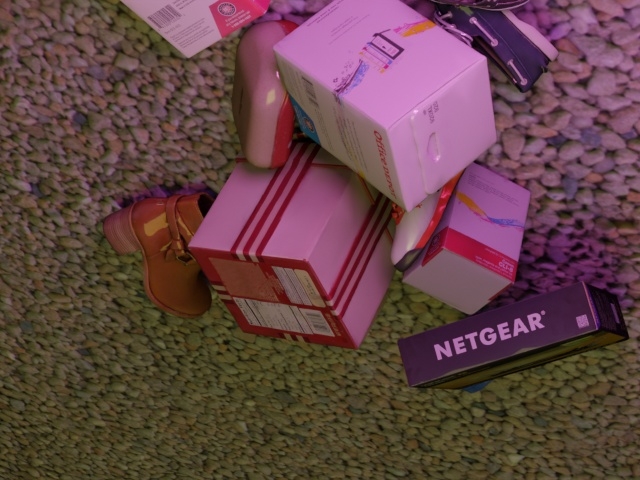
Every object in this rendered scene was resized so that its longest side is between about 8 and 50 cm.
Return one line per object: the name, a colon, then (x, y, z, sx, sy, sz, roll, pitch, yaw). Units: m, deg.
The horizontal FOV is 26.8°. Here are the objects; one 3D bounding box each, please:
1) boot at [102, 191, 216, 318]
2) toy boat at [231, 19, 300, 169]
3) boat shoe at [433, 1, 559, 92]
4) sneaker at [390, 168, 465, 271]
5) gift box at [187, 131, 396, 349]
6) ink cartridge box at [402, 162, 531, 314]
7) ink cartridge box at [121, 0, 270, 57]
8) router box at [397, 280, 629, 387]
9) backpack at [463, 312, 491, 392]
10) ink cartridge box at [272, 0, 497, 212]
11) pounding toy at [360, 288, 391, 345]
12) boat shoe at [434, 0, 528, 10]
boot: (-0.218, 0.023, 2.351, 0.220, 0.109, 0.283, -13, 127, 32)
toy boat: (-0.040, -0.213, 1.925, 0.151, 0.151, 0.231, -8, 148, -14)
boat shoe: (0.193, -0.283, 1.723, 0.254, 0.079, 0.095, 33, -174, -27)
sneaker: (0.124, -0.099, 1.930, 0.145, 0.090, 0.270, 26, 106, -2)
gift box: (0.000, 0.000, 2.058, 0.276, 0.258, 0.255, 8, 144, 28)
ink cartridge box: (0.221, -0.007, 2.021, 0.127, 0.176, 0.128, 25, 145, -13)
ink cartridge box: (-0.197, -0.375, 1.781, 0.237, 0.100, 0.172, 39, 141, -28)
router box: (0.307, 0.156, 2.117, 0.309, 0.081, 0.243, -20, 165, 21)
backpack: (0.273, 0.203, 2.329, 0.101, 0.120, 0.098, 26, 144, -9)
ink cartridge box: (0.087, -0.189, 1.751, 0.233, 0.168, 0.171, 41, 161, 35)
pounding toy: (0.044, 0.086, 2.282, 0.130, 0.141, 0.100, 33, 171, -20)
boat shoe: (0.194, -0.303, 1.640, 0.142, 0.040, 0.049, 0, 107, -8)
